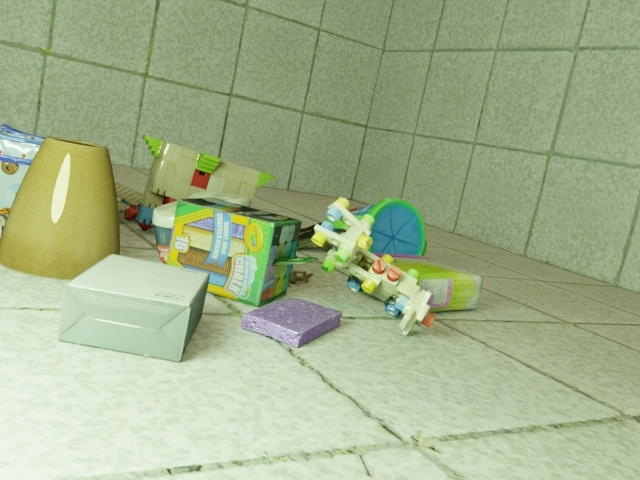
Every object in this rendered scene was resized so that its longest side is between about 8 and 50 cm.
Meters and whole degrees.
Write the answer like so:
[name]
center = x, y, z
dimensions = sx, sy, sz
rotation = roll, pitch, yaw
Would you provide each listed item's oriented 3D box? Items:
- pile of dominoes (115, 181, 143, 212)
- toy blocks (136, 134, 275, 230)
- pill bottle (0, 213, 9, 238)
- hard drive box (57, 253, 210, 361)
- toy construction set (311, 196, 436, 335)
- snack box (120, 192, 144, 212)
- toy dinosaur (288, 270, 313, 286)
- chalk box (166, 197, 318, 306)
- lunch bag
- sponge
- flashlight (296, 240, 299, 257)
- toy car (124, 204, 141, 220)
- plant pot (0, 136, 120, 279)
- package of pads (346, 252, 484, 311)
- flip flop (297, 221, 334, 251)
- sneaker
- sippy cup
[pile of dominoes]
center = -0.646, -0.107, 1.964
dimensions = 0.196, 0.040, 0.251
rotation = -26, 32, -35
[toy blocks]
center = -0.354, -0.120, 1.876
dimensions = 0.382, 0.260, 0.191
rotation = 15, 4, -29
[pill bottle]
center = -0.676, -0.023, 1.370
dimensions = 0.067, 0.067, 0.120
rotation = 16, 10, 27
[hard drive box]
center = -0.285, 0.099, 1.035
dimensions = 0.181, 0.089, 0.232
rotation = 11, 9, -3
[toy construction set]
center = 0.129, 0.067, 1.404
dimensions = 0.327, 0.151, 0.215
rotation = 45, -21, 19
[snack box]
center = -0.468, -0.096, 2.134
dimensions = 0.322, 0.060, 0.187
rotation = 13, 11, 11
[toy dinosaur]
center = -0.094, 0.083, 1.575
dimensions = 0.183, 0.053, 0.093
rotation = 16, -9, -24
[chalk box]
center = -0.155, 0.027, 1.393
dimensions = 0.289, 0.179, 0.180
rotation = 15, 8, 16
[lunch bag]
center = -0.679, -0.134, 1.502
dimensions = 0.304, 0.243, 0.115
rotation = 9, 9, -24
[sponge]
center = -0.049, 0.149, 1.219
dimensions = 0.117, 0.031, 0.210
rotation = 15, 10, 21
[flashlight]
center = -0.214, 0.004, 1.737
dimensions = 0.304, 0.103, 0.103
rotation = 10, 38, 17
[toy car]
center = -0.467, -0.131, 2.025
dimensions = 0.239, 0.053, 0.225
rotation = 8, 38, 4
[plant pot]
center = -0.506, -0.073, 1.307
dimensions = 0.237, 0.254, 0.237
rotation = 13, 9, -2
[package of pads]
center = 0.252, 0.105, 1.670
dimensions = 0.297, 0.101, 0.229
rotation = 3, 12, -44
[flip flop]
center = 0.000, 0.000, 2.132
dimensions = 0.277, 0.080, 0.112
rotation = -13, 27, -34
[sneaker]
center = -0.294, -0.032, 1.628
dimensions = 0.131, 0.148, 0.350
rotation = 11, 18, 26
[sippy cup]
center = 0.163, -0.013, 1.990
dimensions = 0.240, 0.305, 0.224
rotation = -43, 25, -23
